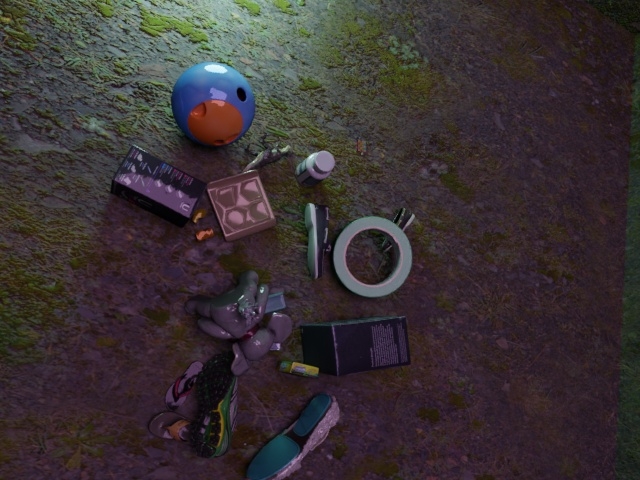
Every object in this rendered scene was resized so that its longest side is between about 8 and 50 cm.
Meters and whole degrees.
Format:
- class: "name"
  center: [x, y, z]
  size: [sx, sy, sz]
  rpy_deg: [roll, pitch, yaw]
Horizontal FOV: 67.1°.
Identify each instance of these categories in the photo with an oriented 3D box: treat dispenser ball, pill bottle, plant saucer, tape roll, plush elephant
- class: "treat dispenser ball"
  center: [-0.375, -0.474, 1.695]
  size: [0.288, 0.288, 0.288]
  rpy_deg: [5, 78, -24]
- class: "pill bottle"
  center: [-0.018, -0.280, 1.879]
  size: [0.108, 0.180, 0.107]
  rpy_deg: [5, 79, -24]
- class: "plant saucer"
  center: [-0.218, 0.244, 1.781]
  size: [0.192, 0.018, 0.067]
  rpy_deg: [-12, 86, -27]
- class: "tape roll"
  center: [0.202, 0.066, 1.923]
  size: [0.322, 0.077, 0.321]
  rpy_deg: [0, 86, -8]
- class: "plush elephant"
  center: [-0.252, 0.287, 1.620]
  size: [0.272, 0.330, 0.255]
  rpy_deg: [-28, 113, -22]

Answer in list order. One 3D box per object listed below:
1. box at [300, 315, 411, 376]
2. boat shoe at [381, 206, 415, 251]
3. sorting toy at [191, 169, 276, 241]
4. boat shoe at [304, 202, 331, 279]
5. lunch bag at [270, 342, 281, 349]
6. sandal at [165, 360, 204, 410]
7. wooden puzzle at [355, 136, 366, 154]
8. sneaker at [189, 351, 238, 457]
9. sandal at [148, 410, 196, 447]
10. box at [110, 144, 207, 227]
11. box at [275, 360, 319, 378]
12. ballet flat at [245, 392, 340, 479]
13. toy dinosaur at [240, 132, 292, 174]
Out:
- class: "box"
  center: [0.117, 0.377, 1.754]
  size: [0.294, 0.296, 0.182]
  rpy_deg: [-1, 81, -24]
- class: "boat shoe"
  center: [0.315, -0.047, 2.045]
  size: [0.069, 0.081, 0.227]
  rpy_deg: [42, 63, -4]
- class: "sorting toy"
  center: [-0.336, -0.115, 1.787]
  size: [0.307, 0.041, 0.229]
  rpy_deg: [-21, 94, -26]
- class: "boat shoe"
  center: [0.000, 0.000, 1.872]
  size: [0.091, 0.114, 0.302]
  rpy_deg: [1, 81, -18]
- class: "lunch bag"
  center: [-0.184, 0.362, 1.754]
  size: [0.083, 0.053, 0.071]
  rpy_deg: [-1, 80, 1]
- class: "sandal"
  center: [-0.455, 0.483, 1.614]
  size: [0.067, 0.040, 0.179]
  rpy_deg: [38, 67, -11]
- class: "wooden puzzle"
  center: [0.175, -0.408, 2.087]
  size: [0.049, 0.006, 0.083]
  rpy_deg: [5, 78, -23]
- class: "sneaker"
  center: [-0.341, 0.547, 1.624]
  size: [0.134, 0.146, 0.343]
  rpy_deg: [-1, 63, 18]
- class: "sandal"
  center: [-0.452, 0.629, 1.578]
  size: [0.219, 0.060, 0.090]
  rpy_deg: [34, 68, -15]
- class: "box"
  center: [-0.545, -0.175, 1.629]
  size: [0.270, 0.165, 0.143]
  rpy_deg: [28, 70, -17]
- class: "box"
  center: [-0.080, 0.459, 1.712]
  size: [0.105, 0.179, 0.043]
  rpy_deg: [19, 73, -21]
- class: "ballet flat"
  center: [-0.072, 0.722, 1.700]
  size: [0.409, 0.147, 0.147]
  rpy_deg: [-39, 97, -25]
- class: "toy dinosaur"
  center: [-0.225, -0.336, 1.866]
  size: [0.268, 0.064, 0.118]
  rpy_deg: [-31, 101, -23]
